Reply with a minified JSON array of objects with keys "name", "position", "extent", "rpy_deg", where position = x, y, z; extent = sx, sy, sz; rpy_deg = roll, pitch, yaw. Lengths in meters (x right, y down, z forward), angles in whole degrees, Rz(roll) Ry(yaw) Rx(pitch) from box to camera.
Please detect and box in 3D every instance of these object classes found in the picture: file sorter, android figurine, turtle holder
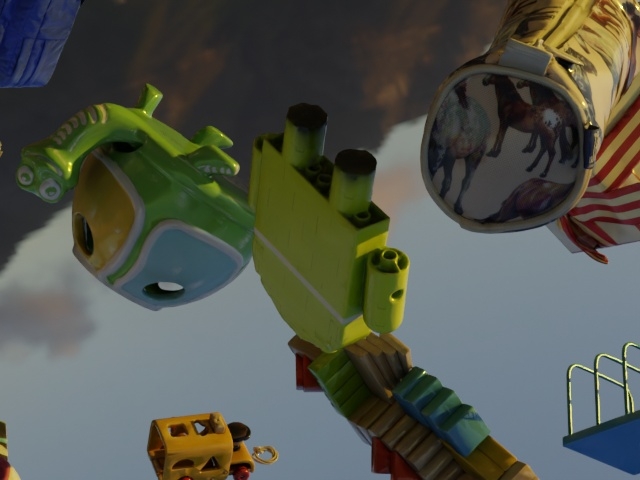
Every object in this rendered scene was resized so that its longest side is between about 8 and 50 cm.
[{"name":"file sorter","position":[0.359,0.167,1.767],"extent":[0.118,0.104,0.170],"rpy_deg":[25,143,-34]},{"name":"android figurine","position":[0.000,0.000,1.702],"extent":[0.056,0.273,0.248],"rpy_deg":[-23,-133,-28]},{"name":"turtle holder","position":[-0.205,-0.042,2.073],"extent":[0.227,0.243,0.320],"rpy_deg":[-52,161,6]}]

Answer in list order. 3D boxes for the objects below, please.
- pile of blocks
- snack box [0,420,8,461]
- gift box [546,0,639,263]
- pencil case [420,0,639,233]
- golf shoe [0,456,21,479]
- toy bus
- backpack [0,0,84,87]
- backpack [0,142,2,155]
[{"name":"pile of blocks","position":[0.079,0.199,1.874],"extent":[0.112,0.362,0.149],"rpy_deg":[-44,151,-17]},{"name":"snack box","position":[-0.473,0.366,2.209],"extent":[0.060,0.187,0.322],"rpy_deg":[20,-173,-15]},{"name":"gift box","position":[0.363,-0.142,2.163],"extent":[0.258,0.255,0.276],"rpy_deg":[-47,-176,-15]},{"name":"pencil case","position":[0.221,-0.155,1.631],"extent":[0.183,0.160,0.410],"rpy_deg":[-62,175,28]},{"name":"golf shoe","position":[-0.388,0.345,1.717],"extent":[0.306,0.140,0.115],"rpy_deg":[-34,-155,30]},{"name":"toy bus","position":[-0.180,0.330,2.694],"extent":[0.191,0.104,0.202],"rpy_deg":[21,-145,13]},{"name":"backpack","position":[-0.294,-0.205,1.555],"extent":[0.101,0.120,0.098],"rpy_deg":[-9,-138,-43]},{"name":"backpack","position":[-0.393,-0.038,1.383],"extent":[0.276,0.213,0.263],"rpy_deg":[21,-169,-8]}]
